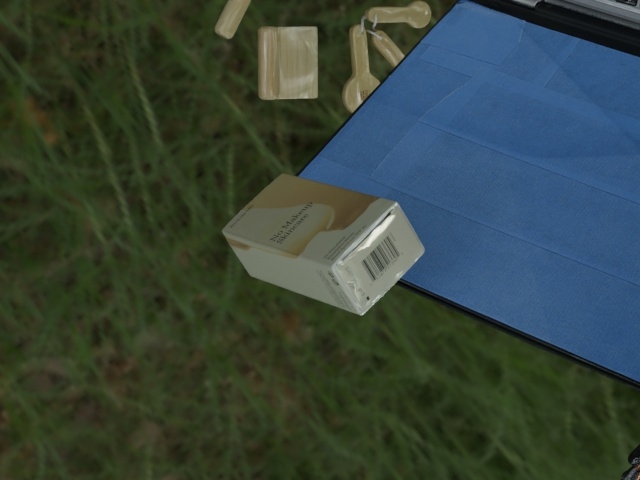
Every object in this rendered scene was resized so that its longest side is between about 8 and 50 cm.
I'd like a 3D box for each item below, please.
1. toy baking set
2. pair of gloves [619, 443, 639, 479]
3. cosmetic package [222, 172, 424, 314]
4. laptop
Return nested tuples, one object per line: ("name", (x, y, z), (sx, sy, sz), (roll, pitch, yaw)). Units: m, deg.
("toy baking set", (0.028, -0.222, 1.303), (0.196, 0.030, 0.256), (22, 89, -27))
("pair of gloves", (0.171, 0.099, 0.731), (0.074, 0.010, 0.083), (-47, 139, -6))
("cosmetic package", (0.000, 0.000, 0.937), (0.060, 0.115, 0.041), (-45, 124, -22))
("laptop", (0.209, -0.156, 0.955), (0.236, 0.382, 0.408), (-17, 123, -52))
